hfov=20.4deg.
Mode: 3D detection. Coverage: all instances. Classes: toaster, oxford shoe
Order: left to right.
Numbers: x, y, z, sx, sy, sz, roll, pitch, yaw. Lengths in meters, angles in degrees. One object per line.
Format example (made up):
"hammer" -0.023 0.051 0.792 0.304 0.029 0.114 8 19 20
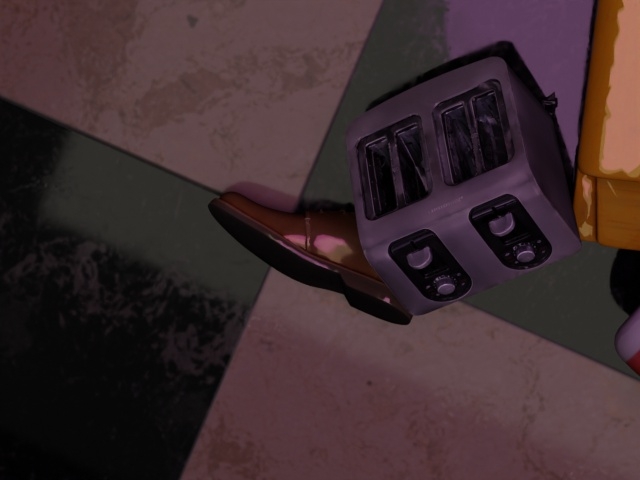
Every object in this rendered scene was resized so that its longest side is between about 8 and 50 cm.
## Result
"oxford shoe" 0.000 0.000 1.623 0.212 0.076 0.076 25 73 5
"toaster" 0.122 -0.053 1.528 0.168 0.185 0.110 -22 140 20

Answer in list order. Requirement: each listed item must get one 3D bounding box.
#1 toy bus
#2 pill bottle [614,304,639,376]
"toy bus" 0.282 -0.154 1.509 0.108 0.130 0.332 7 102 7
"pill bottle" 0.442 0.131 1.475 0.363 0.210 0.210 42 104 8
